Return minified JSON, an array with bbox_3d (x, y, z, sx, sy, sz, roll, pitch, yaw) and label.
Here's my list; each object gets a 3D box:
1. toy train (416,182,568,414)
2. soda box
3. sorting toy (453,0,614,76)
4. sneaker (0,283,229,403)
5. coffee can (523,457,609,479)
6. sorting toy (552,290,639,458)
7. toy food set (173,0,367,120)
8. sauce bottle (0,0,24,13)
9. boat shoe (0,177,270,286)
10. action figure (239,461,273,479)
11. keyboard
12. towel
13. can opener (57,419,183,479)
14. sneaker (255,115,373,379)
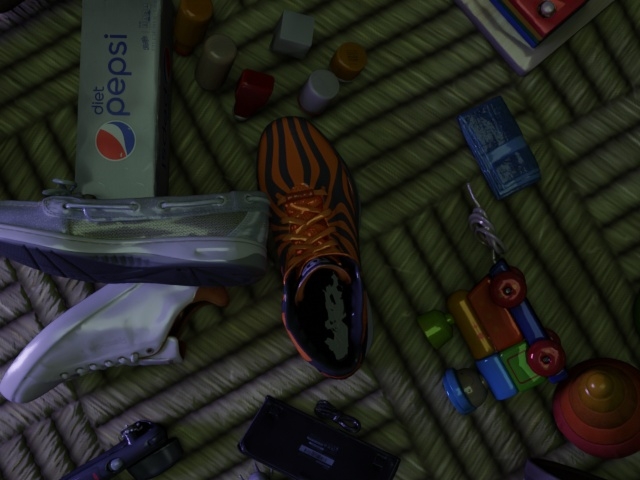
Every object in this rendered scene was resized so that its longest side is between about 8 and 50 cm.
[{"bbox_3d":[0.175,0.074,0.956,0.143,0.105,0.248,-30,86,12],"label":"toy train"},{"bbox_3d":[-0.235,-0.164,0.977,0.098,0.091,0.286,1,86,0],"label":"soda box"},{"bbox_3d":[0.268,-0.385,0.982,0.257,0.089,0.255,-40,86,-1],"label":"sorting toy"},{"bbox_3d":[-0.237,0.121,0.950,0.290,0.106,0.123,-37,84,-3],"label":"sneaker"},{"bbox_3d":[0.279,0.404,0.874,0.201,0.201,0.275,20,87,2],"label":"coffee can"},{"bbox_3d":[0.403,0.086,0.912,0.365,0.126,0.127,-46,58,-2],"label":"sorting toy"},{"bbox_3d":[-0.069,-0.211,0.992,0.232,0.104,0.111,11,72,-16],"label":"toy food set"},{"bbox_3d":[-0.441,-0.321,0.954,0.344,0.111,0.111,-9,86,-17],"label":"sauce bottle"},{"bbox_3d":[-0.215,-0.014,0.881,0.320,0.118,0.103,3,71,1],"label":"boat shoe"},{"bbox_3d":[-0.029,0.394,0.936,0.185,0.099,0.285,-26,72,6],"label":"action figure"},{"bbox_3d":[0.003,0.244,0.956,0.180,0.023,0.108,23,55,15],"label":"keyboard"},{"bbox_3d":[0.221,-0.115,0.995,0.067,0.029,0.119,-27,86,-1],"label":"towel"},{"bbox_3d":[-0.259,0.275,0.965,0.186,0.059,0.073,-27,87,-1],"label":"can opener"},{"bbox_3d":[0.000,0.000,0.917,0.124,0.180,0.321,-16,86,0],"label":"sneaker"}]
